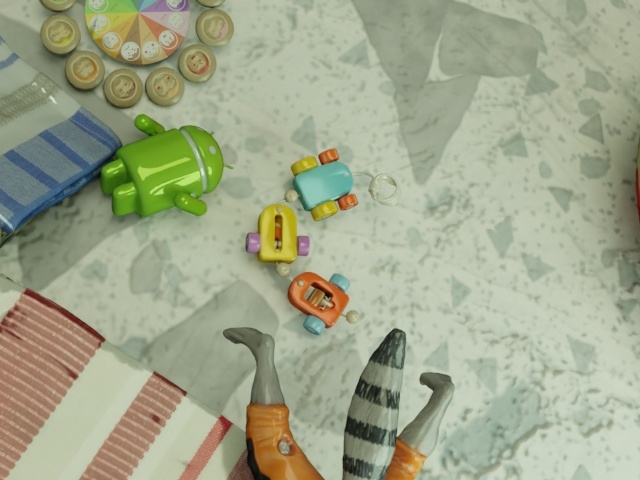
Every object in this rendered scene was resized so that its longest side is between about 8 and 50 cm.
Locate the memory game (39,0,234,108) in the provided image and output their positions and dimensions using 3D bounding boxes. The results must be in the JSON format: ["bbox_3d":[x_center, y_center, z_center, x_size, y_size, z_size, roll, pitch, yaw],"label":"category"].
[{"bbox_3d":[-0.171,-0.213,1.187,0.186,0.012,0.186,0,89,-16],"label":"memory game"}]

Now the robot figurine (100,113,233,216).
[{"bbox_3d":[-0.138,-0.063,1.144,0.115,0.067,0.101,-21,67,-20],"label":"robot figurine"}]

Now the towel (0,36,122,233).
[{"bbox_3d":[-0.314,-0.137,1.078,0.285,0.034,0.209,42,27,0],"label":"towel"}]

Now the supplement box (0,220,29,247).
[{"bbox_3d":[-0.295,-0.039,1.101,0.083,0.056,0.083,43,67,2],"label":"supplement box"}]

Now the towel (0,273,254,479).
[{"bbox_3d":[-0.206,0.204,1.058,0.329,0.037,0.237,34,68,-1],"label":"towel"}]

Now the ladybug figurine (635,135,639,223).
[{"bbox_3d":[0.445,0.019,1.216,0.305,0.162,0.449,-12,75,-18],"label":"ladybug figurine"}]

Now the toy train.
[{"bbox_3d":[0.000,0.000,1.173,0.125,0.046,0.166,29,71,-5],"label":"toy train"}]

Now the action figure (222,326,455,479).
[{"bbox_3d":[-0.033,0.229,0.975,0.341,0.178,0.330,20,66,-31],"label":"action figure"}]
